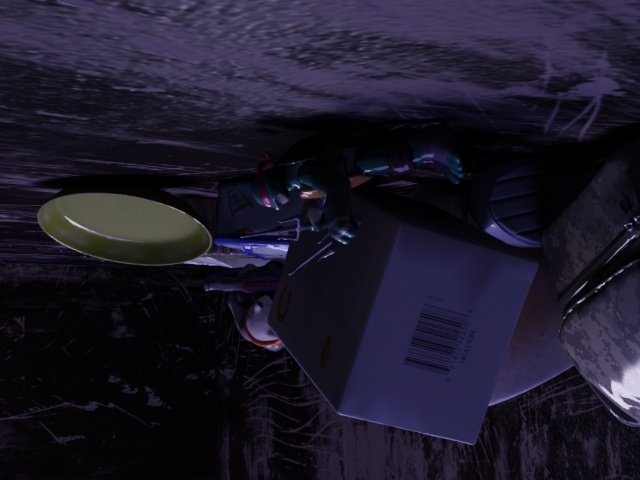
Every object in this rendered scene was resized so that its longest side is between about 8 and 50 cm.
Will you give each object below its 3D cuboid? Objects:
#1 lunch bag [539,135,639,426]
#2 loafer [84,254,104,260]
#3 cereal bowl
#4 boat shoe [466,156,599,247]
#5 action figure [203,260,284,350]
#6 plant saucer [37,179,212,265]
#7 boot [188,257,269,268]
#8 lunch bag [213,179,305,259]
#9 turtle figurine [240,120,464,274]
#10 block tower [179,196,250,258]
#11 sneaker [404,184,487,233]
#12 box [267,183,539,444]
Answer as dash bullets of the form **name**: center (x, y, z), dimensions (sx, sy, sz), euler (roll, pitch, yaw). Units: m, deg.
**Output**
- **lunch bag**: center (0.389, 0.049, 1.303), dimensions (0.213, 0.256, 0.305), euler (-6, 158, -16)
- **loafer**: center (-0.387, -0.001, 2.230), dimensions (0.080, 0.078, 0.220), euler (0, 176, -24)
- **cereal bowl**: center (0.237, 0.079, 1.591), dimensions (0.339, 0.141, 0.339), euler (-29, -172, 4)
- **boat shoe**: center (0.261, -0.045, 1.516), dimensions (0.094, 0.109, 0.302), euler (-1, 180, 40)
- **action figure**: center (-0.009, 0.119, 2.106), dimensions (0.341, 0.178, 0.330), euler (-4, -178, 27)
- **plant saucer**: center (-0.268, -0.028, 1.687), dimensions (0.241, 0.037, 0.241), euler (5, 156, 2)
- **boot**: center (-0.226, 0.001, 2.365), dimensions (0.258, 0.095, 0.123), euler (9, 180, -14)
- **lunch bag**: center (-0.034, -0.023, 1.757), dimensions (0.243, 0.115, 0.303), euler (1, 176, 4)
- **turtle figurine**: center (0.020, -0.054, 1.209), dimensions (0.234, 0.118, 0.175), euler (-18, -166, 2)
- **block tower**: center (-0.106, -0.016, 1.987), dimensions (0.335, 0.091, 0.097), euler (3, 174, -43)
- **sneaker**: center (0.228, -0.035, 1.716), dimensions (0.256, 0.094, 0.151), euler (-11, -171, -36)
- **box**: center (0.079, 0.064, 1.415), dimensions (0.168, 0.215, 0.345), euler (15, -172, -18)
